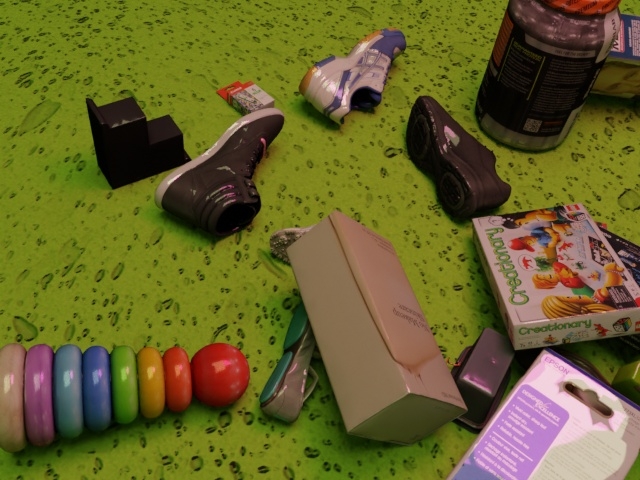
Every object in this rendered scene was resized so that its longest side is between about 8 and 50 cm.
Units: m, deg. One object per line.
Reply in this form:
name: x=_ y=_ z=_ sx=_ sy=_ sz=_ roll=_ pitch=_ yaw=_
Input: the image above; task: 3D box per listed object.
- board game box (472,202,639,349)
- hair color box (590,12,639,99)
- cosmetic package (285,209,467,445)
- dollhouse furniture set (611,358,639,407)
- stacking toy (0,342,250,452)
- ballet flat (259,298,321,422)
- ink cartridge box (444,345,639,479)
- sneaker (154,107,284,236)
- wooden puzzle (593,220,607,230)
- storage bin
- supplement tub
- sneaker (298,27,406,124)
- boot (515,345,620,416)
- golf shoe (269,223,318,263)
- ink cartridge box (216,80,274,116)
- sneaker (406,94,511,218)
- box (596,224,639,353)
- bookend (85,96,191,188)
board game box: x=0.364 y=0.046 z=1.128 sx=0.192 sy=0.053 sz=0.305 roll=-9 pitch=31 yaw=4
hair color box: x=0.696 y=-0.374 z=1.500 sx=0.347 sy=0.174 sz=0.105 roll=6 pitch=77 yaw=-9
cosmetic package: x=0.074 y=0.124 z=1.033 sx=0.160 sy=0.113 sz=0.310 roll=26 pitch=33 yaw=-47
dollhouse furniture set: x=0.584 y=0.136 z=1.010 sx=0.197 sy=0.151 sz=0.302 roll=40 pitch=67 yaw=-4
stacking toy: x=-0.259 y=0.200 z=0.974 sx=0.330 sy=0.141 sz=0.141 roll=-1 pitch=51 yaw=-17
ballet flat: x=-0.027 y=0.174 z=1.064 sx=0.068 sy=0.072 sz=0.213 roll=35 pitch=50 yaw=-14
ink cartridge box: x=0.268 y=0.326 z=0.931 sx=0.175 sy=0.069 sz=0.371 roll=34 pitch=65 yaw=24
sneaker: x=-0.134 y=-0.114 z=1.258 sx=0.147 sy=0.105 sz=0.295 roll=37 pitch=61 yaw=19
wooden puzzle: x=0.503 y=-0.016 z=1.316 sx=0.083 sy=0.006 sz=0.049 roll=11 pitch=50 yaw=2
storage bin: x=0.232 y=0.195 z=1.054 sx=0.098 sy=0.091 sz=0.135 roll=28 pitch=52 yaw=15
supplement tub: x=0.436 y=-0.357 z=1.373 sx=0.207 sy=0.338 sz=0.207 roll=4 pitch=51 yaw=-5
sneaker: x=0.092 y=-0.333 z=1.479 sx=0.296 sy=0.112 sz=0.131 roll=-38 pitch=81 yaw=-29
boot: x=0.370 y=0.237 z=1.043 sx=0.219 sy=0.082 sz=0.106 roll=31 pitch=51 yaw=15
golf shoe: x=0.000 y=0.000 z=1.215 sx=0.176 sy=0.069 sz=0.086 roll=5 pitch=30 yaw=-7
ink cartridge box: x=-0.153 y=-0.292 z=1.443 sx=0.062 sy=0.029 sz=0.115 roll=-34 pitch=62 yaw=-29
sneaker: x=0.257 y=-0.162 z=1.357 sx=0.130 sy=0.109 sz=0.286 roll=-7 pitch=58 yaw=-25
box: x=0.489 y=0.072 z=1.182 sx=0.175 sy=0.051 sz=0.220 roll=-32 pitch=47 yaw=-28
bookend: x=-0.316 y=-0.190 z=1.257 sx=0.156 sy=0.157 sz=0.072 roll=-24 pitch=58 yaw=-24
